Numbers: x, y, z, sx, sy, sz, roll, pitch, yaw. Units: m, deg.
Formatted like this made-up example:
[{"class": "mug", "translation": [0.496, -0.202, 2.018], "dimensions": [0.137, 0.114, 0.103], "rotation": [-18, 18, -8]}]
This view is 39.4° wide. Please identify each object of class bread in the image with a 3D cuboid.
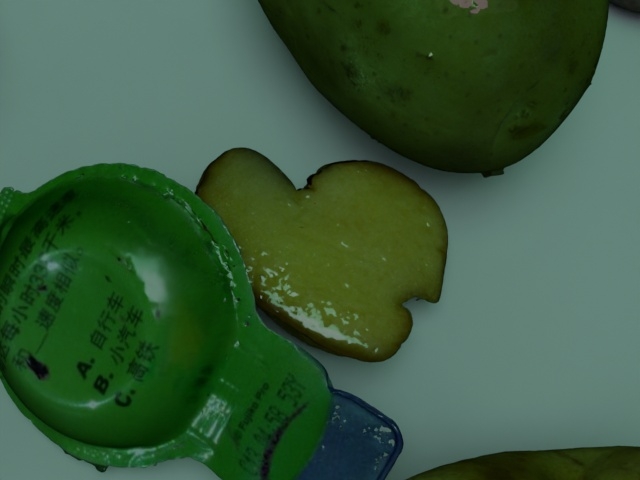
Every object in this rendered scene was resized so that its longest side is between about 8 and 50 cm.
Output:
[{"class": "bread", "translation": [0.000, 0.000, 0.641], "dimensions": [0.187, 0.065, 0.149], "rotation": [34, 66, 9]}]

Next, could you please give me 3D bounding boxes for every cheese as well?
[{"class": "cheese", "translation": [-0.100, 0.074, 0.579], "dimensions": [0.320, 0.083, 0.204], "rotation": [32, 103, 11]}]

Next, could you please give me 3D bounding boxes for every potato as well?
[{"class": "potato", "translation": [0.063, -0.189, 0.615], "dimensions": [0.215, 0.216, 0.304], "rotation": [-32, 72, -10]}]

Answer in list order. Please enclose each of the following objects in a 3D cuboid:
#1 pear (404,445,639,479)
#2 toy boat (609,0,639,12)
[{"class": "pear", "translation": [0.146, 0.260, 0.463], "dimensions": [0.303, 0.304, 0.304], "rotation": [1, 76, -3]}, {"class": "toy boat", "translation": [0.260, -0.292, 0.712], "dimensions": [0.155, 0.085, 0.228], "rotation": [-6, 76, -5]}]
